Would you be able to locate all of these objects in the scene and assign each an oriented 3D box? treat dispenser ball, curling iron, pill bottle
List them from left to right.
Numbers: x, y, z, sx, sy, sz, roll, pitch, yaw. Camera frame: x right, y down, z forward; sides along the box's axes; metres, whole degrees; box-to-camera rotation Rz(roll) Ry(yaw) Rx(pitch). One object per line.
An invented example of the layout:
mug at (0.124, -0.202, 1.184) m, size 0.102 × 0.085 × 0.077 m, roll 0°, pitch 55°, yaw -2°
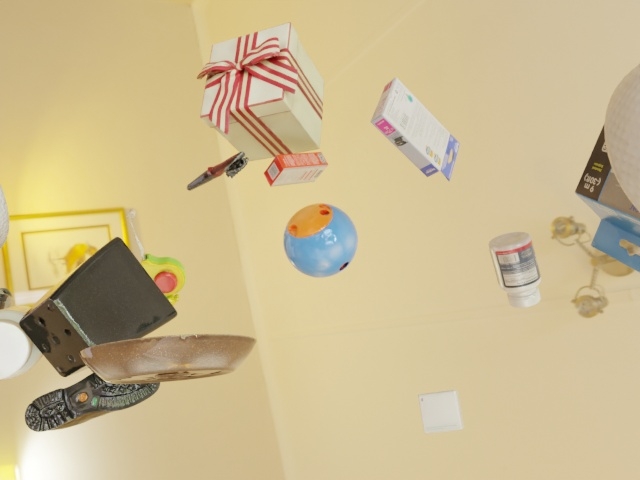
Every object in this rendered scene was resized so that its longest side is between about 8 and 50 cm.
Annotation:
pill bottle at (-0.604, 0.197, 0.969) m, size 0.229 × 0.131 × 0.131 m, roll 171°, pitch -89°, yaw -67°
curling iron at (-0.268, -0.166, 1.248) m, size 0.274 × 0.068 × 0.035 m, roll -10°, pitch -52°, yaw 48°
treat dispenser ball at (0.000, 0.000, 1.923) m, size 0.288 × 0.288 × 0.288 m, roll 17°, pitch -69°, yaw 54°
pill bottle at (0.513, 0.077, 1.308) m, size 0.108 × 0.108 × 0.180 m, roll 1°, pitch -67°, yaw 56°

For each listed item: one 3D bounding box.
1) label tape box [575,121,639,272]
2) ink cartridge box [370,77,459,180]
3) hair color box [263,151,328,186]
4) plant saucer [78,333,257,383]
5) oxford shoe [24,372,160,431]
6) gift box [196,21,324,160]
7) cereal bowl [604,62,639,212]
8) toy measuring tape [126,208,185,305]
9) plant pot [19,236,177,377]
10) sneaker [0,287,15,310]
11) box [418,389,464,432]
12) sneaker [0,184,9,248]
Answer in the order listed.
label tape box at (0.647, -0.108, 1.005) m, size 0.240 × 0.106 × 0.333 m, roll -113°, pitch -144°, yaw -68°
ink cartridge box at (0.298, -0.330, 1.538) m, size 0.065 × 0.311 × 0.185 m, roll -29°, pitch -149°, yaw 48°
hair color box at (-0.057, -0.171, 1.196) m, size 0.072 × 0.141 × 0.043 m, roll -45°, pitch -114°, yaw 43°
plant saucer at (-0.173, 0.142, 0.583) m, size 0.199 × 0.199 × 0.036 m, roll -31°, pitch -121°, yaw 54°
oxford shoe at (-0.420, 0.295, 0.945) m, size 0.096 × 0.227 × 0.082 m, roll 122°, pitch -47°, yaw -61°
gift box at (-0.133, -0.351, 1.239) m, size 0.255 × 0.258 × 0.276 m, roll -11°, pitch -116°, yaw 21°
cereal bowl at (0.584, -0.149, 0.679) m, size 0.141 × 0.339 × 0.338 m, roll 115°, pitch -41°, yaw -71°
toy measuring tape at (-0.480, 0.053, 1.507) m, size 0.121 × 0.121 × 0.330 m, roll 23°, pitch -51°, yaw 52°
plant pot at (-0.418, 0.135, 0.915) m, size 0.187 × 0.167 × 0.188 m, roll -30°, pitch -81°, yaw 31°
sneaker at (-0.843, 0.185, 1.276) m, size 0.271 × 0.100 × 0.107 m, roll -171°, pitch -98°, yaw -66°
box at (0.324, 0.458, 1.341) m, size 0.101 × 0.087 × 0.101 m, roll -12°, pitch -112°, yaw 16°
sneaker at (-0.586, -0.013, 0.631) m, size 0.366 × 0.210 × 0.137 m, roll -3°, pitch -78°, yaw 24°
